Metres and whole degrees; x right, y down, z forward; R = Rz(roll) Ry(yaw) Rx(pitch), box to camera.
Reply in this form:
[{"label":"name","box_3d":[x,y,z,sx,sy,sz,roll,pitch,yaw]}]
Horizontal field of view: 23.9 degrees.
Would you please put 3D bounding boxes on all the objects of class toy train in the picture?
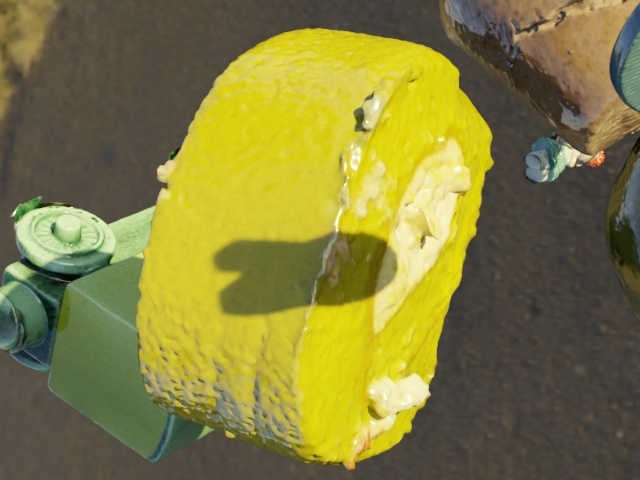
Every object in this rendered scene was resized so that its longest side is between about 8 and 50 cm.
[{"label":"toy train","box_3d":[-0.122,0.048,1.425,0.253,0.397,0.160,30,123,26]}]

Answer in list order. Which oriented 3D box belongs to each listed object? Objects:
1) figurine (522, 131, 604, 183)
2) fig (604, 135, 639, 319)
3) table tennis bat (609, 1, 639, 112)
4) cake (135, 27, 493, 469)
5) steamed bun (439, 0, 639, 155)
[{"label":"figurine","box_3d":[0.254,-0.090,1.578,0.047,0.106,0.060,-7,108,53]},{"label":"fig","box_3d":[0.290,0.010,0.961,0.245,0.195,0.195,-111,39,-58]},{"label":"table tennis bat","box_3d":[0.149,-0.090,0.526,0.155,0.100,0.019,83,164,-65]},{"label":"cake","box_3d":[0.000,0.000,0.910,0.156,0.179,0.260,13,88,25]},{"label":"steamed bun","box_3d":[0.252,-0.232,1.231,0.301,0.199,0.251,-43,81,7]}]
